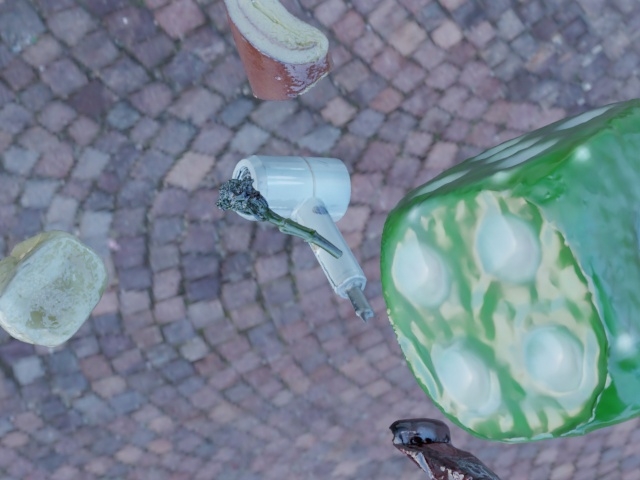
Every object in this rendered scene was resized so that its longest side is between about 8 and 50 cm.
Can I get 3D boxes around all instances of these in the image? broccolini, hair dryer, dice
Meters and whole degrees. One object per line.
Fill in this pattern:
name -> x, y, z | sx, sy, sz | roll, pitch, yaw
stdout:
broccolini -> -0.045, -0.017, 1.509 | 0.044, 0.042, 0.218 | -6, 154, 34
hair dryer -> 0.000, 0.000, 1.996 | 0.173, 0.357, 0.108 | -1, 131, -30
dice -> 0.258, 0.036, 1.390 | 0.300, 0.297, 0.287 | -17, -173, 47

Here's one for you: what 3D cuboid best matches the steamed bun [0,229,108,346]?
steamed bun -> -0.422, 0.064, 1.940 | 0.172, 0.155, 0.141 | -51, 123, -14

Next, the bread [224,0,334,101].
bread -> -0.048, -0.219, 1.532 | 0.067, 0.119, 0.192 | -60, 157, -19

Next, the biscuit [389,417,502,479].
biscuit -> 0.215, 0.353, 2.028 | 0.151, 0.235, 0.063 | 11, 104, -42
